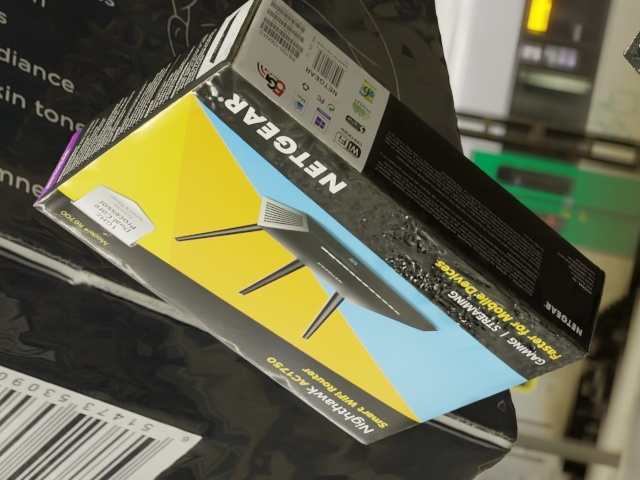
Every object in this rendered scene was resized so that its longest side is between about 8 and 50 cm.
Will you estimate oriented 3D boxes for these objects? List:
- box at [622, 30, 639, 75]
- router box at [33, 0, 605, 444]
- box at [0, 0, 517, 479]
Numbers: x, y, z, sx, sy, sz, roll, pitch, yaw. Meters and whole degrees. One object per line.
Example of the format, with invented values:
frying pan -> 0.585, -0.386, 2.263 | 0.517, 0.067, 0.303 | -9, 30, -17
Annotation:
box -> 0.356, -0.198, 1.621 | 0.083, 0.052, 0.062 | -55, 22, 18
router box -> 0.000, 0.000, 0.619 | 0.133, 0.179, 0.046 | -29, 31, 45
box -> -0.168, -0.062, 1.037 | 0.297, 0.480, 0.471 | -42, 37, 36
